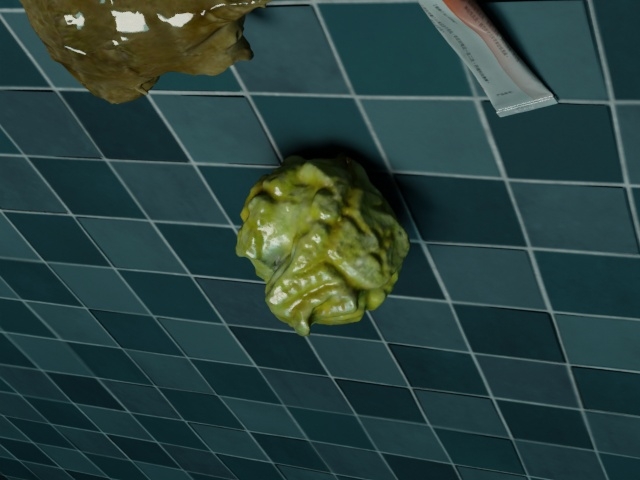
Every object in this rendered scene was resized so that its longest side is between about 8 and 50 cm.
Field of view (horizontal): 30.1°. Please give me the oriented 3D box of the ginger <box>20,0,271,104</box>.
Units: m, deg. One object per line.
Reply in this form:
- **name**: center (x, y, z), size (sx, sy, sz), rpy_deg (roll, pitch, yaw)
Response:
- **ginger**: center (-0.144, -0.221, 1.040), size (0.270, 0.123, 0.219), rpy_deg (-18, 137, 34)

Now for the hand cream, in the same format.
- **hand cream**: center (0.135, -0.176, 1.026), size (0.052, 0.038, 0.216), rpy_deg (25, 168, 47)

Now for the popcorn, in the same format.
- **popcorn**: center (-0.001, 0.001, 1.279), size (0.187, 0.167, 0.185), rpy_deg (52, 180, 11)
